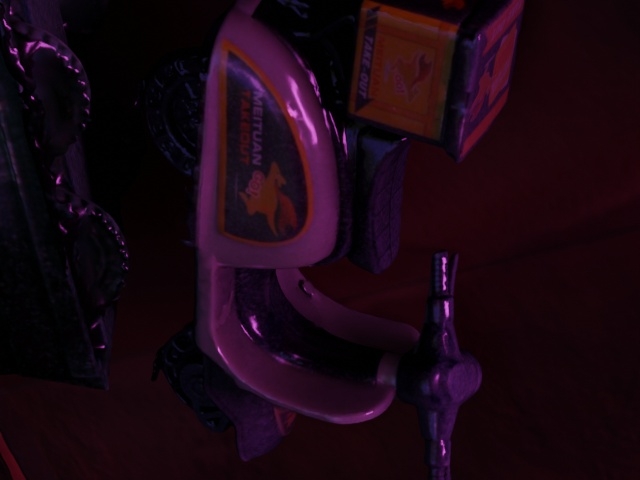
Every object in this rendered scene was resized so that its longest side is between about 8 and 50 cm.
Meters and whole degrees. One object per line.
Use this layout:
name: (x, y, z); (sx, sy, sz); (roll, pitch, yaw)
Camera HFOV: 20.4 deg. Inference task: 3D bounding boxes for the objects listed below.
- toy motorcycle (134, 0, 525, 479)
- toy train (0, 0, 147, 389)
toy motorcycle: (0.000, 0.000, 0.778); (0.157, 0.091, 0.263); (17, 125, 19)
toy train: (-0.176, -0.076, 0.737); (0.178, 0.138, 0.330); (-5, 128, 5)
